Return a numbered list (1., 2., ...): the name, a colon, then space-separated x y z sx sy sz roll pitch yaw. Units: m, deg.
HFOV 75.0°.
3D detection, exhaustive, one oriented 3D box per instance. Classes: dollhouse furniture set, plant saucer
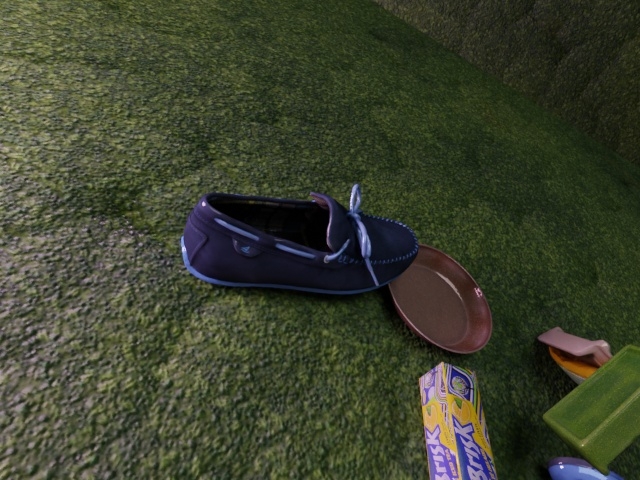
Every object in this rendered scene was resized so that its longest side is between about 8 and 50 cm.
1. dollhouse furniture set: 0.416 0.258 0.598 0.197 0.151 0.301 47 1 5
2. plant saucer: 0.183 0.093 0.667 0.198 0.036 0.199 17 46 -19

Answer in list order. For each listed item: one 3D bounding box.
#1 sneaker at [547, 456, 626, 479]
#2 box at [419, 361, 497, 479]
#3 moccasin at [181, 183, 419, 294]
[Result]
1. sneaker: 0.384 0.365 0.530 0.209 0.069 0.082 38 46 3
2. box: 0.165 0.242 0.507 0.054 0.059 0.169 18 45 -15
3. moccasin: 0.000 0.000 0.553 0.341 0.117 0.138 -3 47 -29
